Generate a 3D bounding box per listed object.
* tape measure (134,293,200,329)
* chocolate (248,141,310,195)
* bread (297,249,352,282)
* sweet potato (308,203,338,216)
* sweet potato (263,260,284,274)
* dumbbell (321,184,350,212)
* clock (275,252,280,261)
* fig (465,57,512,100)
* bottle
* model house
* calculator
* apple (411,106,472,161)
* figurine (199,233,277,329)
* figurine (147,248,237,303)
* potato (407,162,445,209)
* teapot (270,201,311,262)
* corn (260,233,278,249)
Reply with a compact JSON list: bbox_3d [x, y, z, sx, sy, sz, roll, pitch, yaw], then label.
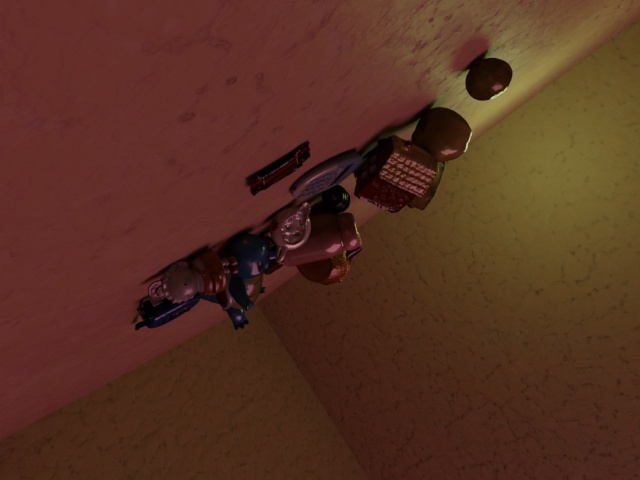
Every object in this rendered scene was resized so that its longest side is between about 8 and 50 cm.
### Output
[{"bbox_3d":[-0.553,0.249,1.755,0.215,0.098,0.351,-29,175,-29],"label":"tape measure"},{"bbox_3d":[-0.098,-0.173,1.181,0.182,0.028,0.086,-34,167,-8],"label":"chocolate"},{"bbox_3d":[0.006,0.066,2.371,0.172,0.313,0.312,-5,153,-50],"label":"bread"},{"bbox_3d":[-0.006,-0.106,1.969,0.074,0.075,0.269,-30,-170,-30],"label":"sweet potato"},{"bbox_3d":[-0.253,0.137,2.602,0.081,0.062,0.233,-30,176,-45],"label":"sweet potato"},{"bbox_3d":[0.058,-0.152,1.807,0.099,0.099,0.208,-35,173,7],"label":"dumbbell"},{"bbox_3d":[-0.060,-0.012,2.072,0.324,0.067,0.325,-25,-174,3],"label":"clock"},{"bbox_3d":[0.508,-0.487,1.478,0.136,0.121,0.153,-40,172,10],"label":"fig"},{"bbox_3d":[0.000,0.000,1.813,0.296,0.207,0.173,-13,-149,3],"label":"bottle"},{"bbox_3d":[0.253,-0.228,1.612,0.195,0.160,0.254,21,147,-24],"label":"model house"},{"bbox_3d":[0.032,-0.206,1.529,0.302,0.042,0.188,-29,171,-39],"label":"calculator"},{"bbox_3d":[0.406,-0.355,1.656,0.200,0.200,0.200,-34,174,-4],"label":"apple"},{"bbox_3d":[-0.276,0.141,1.724,0.416,0.243,0.298,-39,-170,42],"label":"figurine"},{"bbox_3d":[-0.382,0.110,1.477,0.270,0.144,0.143,-11,166,-18],"label":"figurine"},{"bbox_3d":[0.459,-0.311,2.371,0.247,0.196,0.300,-57,-172,41],"label":"potato"},{"bbox_3d":[-0.107,-0.033,1.672,0.092,0.145,0.227,32,-78,62],"label":"teapot"},{"bbox_3d":[-0.286,0.086,1.878,0.312,0.102,0.102,-33,175,23],"label":"corn"}]
